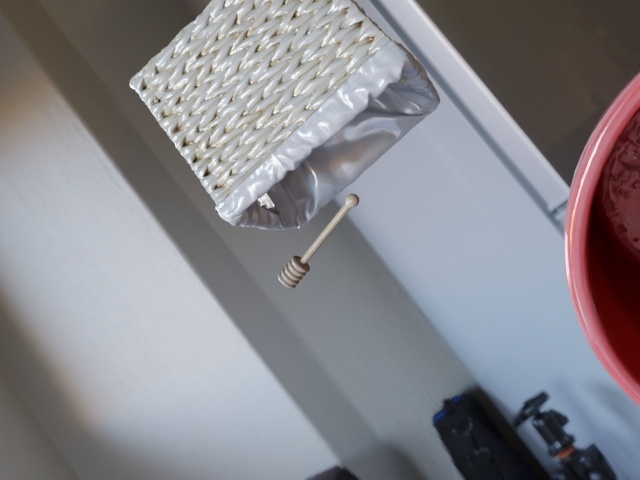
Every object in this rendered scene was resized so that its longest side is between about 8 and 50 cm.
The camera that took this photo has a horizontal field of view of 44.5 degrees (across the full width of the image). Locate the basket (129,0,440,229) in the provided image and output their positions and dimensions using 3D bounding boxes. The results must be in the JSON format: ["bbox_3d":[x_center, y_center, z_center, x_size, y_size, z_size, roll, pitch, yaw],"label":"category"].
[{"bbox_3d":[-0.036,-0.216,1.159,0.331,0.266,0.328,-40,-10,12],"label":"basket"}]

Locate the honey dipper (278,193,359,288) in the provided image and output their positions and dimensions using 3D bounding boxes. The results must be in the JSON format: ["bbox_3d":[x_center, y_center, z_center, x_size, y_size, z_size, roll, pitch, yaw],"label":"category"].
[{"bbox_3d":[0.000,0.000,1.039,0.161,0.030,0.030,-50,-10,25],"label":"honey dipper"}]

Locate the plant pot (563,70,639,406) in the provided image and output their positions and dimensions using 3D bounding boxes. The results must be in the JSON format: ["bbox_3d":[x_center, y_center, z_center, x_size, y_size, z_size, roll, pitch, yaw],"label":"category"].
[{"bbox_3d":[0.290,-0.023,0.514,0.275,0.275,0.243,-40,3,17],"label":"plant pot"}]
